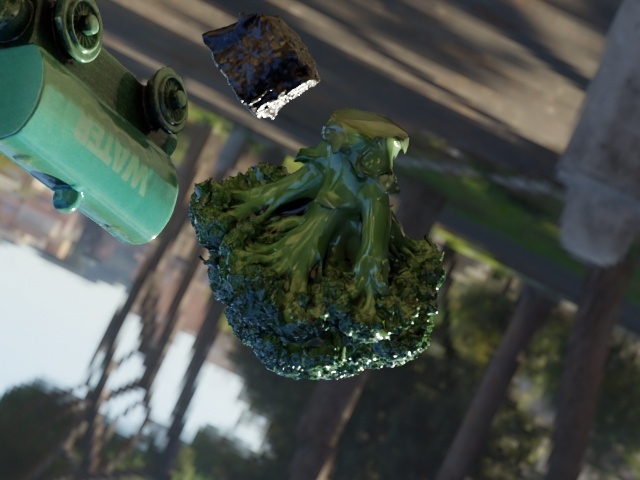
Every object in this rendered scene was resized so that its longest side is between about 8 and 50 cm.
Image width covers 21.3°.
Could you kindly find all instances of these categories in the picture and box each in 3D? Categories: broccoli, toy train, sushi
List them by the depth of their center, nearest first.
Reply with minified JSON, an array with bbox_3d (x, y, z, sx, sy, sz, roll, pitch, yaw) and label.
[{"bbox_3d":[-0.190,-0.095,1.340,0.101,0.159,0.248,-7,154,25],"label":"toy train"},{"bbox_3d":[0.000,0.000,1.617,0.270,0.270,0.270,15,-152,-8],"label":"broccoli"},{"bbox_3d":[-0.055,-0.181,1.721,0.098,0.084,0.094,59,-166,11],"label":"sushi"}]
